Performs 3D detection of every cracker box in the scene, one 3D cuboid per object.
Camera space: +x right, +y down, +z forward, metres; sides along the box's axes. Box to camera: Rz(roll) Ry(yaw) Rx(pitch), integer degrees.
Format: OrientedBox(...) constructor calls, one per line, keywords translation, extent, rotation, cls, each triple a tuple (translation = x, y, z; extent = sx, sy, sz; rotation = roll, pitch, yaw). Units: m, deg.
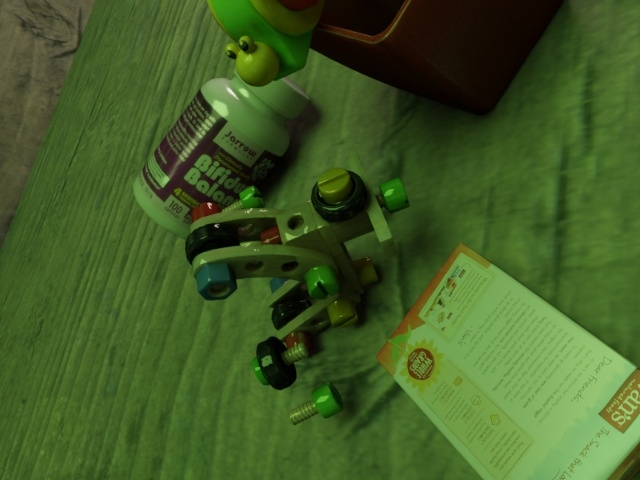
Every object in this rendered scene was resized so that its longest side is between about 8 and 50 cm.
OrientedBox(translation=(0.177, 0.129, 0.494), extent=(0.156, 0.067, 0.232), rotation=(-55, 43, 9), cls="cracker box")

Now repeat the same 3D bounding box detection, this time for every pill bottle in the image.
OrientedBox(translation=(-0.158, -0.154, 0.875), extent=(0.301, 0.169, 0.169), rotation=(-49, 45, 15), cls="pill bottle")

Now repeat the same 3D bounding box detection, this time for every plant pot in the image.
OrientedBox(translation=(0.129, -0.300, 0.625), extent=(0.267, 0.236, 0.267), rotation=(38, 98, 47), cls="plant pot")

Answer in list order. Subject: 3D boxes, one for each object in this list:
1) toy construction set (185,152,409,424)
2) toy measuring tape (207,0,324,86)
OrientedBox(translation=(0.000, 0.000, 0.660), extent=(0.237, 0.257, 0.309), rotation=(-29, 27, 8), cls="toy construction set")
OrientedBox(translation=(-0.045, -0.308, 0.540), extent=(0.121, 0.121, 0.330), rotation=(-6, 66, 42), cls="toy measuring tape")
